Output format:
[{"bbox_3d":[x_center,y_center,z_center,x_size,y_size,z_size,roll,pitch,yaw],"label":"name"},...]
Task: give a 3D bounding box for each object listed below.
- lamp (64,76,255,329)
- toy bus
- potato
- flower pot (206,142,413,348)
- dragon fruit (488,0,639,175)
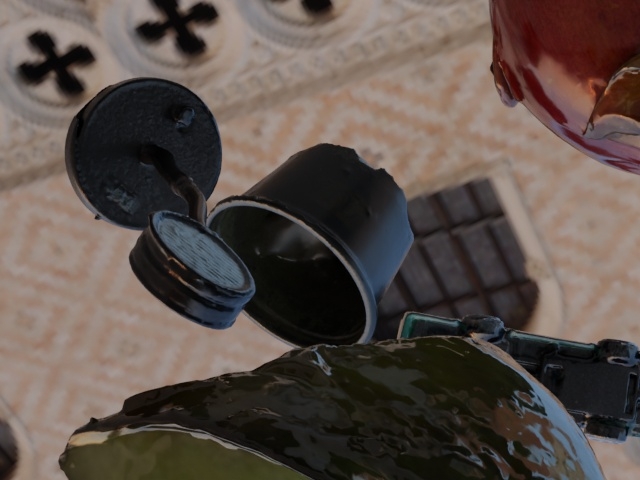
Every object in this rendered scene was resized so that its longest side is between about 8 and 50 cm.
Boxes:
[{"bbox_3d":[-0.098,-0.002,0.939,0.108,0.130,0.371,-52,-155,12],"label":"lamp"},{"bbox_3d":[0.188,0.118,1.313,0.109,0.262,0.091,162,-60,-84],"label":"toy bus"},{"bbox_3d":[0.060,0.112,0.701,0.112,0.269,0.255,-48,176,31],"label":"potato"},{"bbox_3d":[0.000,0.000,1.183,0.157,0.157,0.107,5,-139,39],"label":"flower pot"},{"bbox_3d":[0.219,-0.170,1.020,0.250,0.315,0.250,-17,-179,0],"label":"dragon fruit"}]
